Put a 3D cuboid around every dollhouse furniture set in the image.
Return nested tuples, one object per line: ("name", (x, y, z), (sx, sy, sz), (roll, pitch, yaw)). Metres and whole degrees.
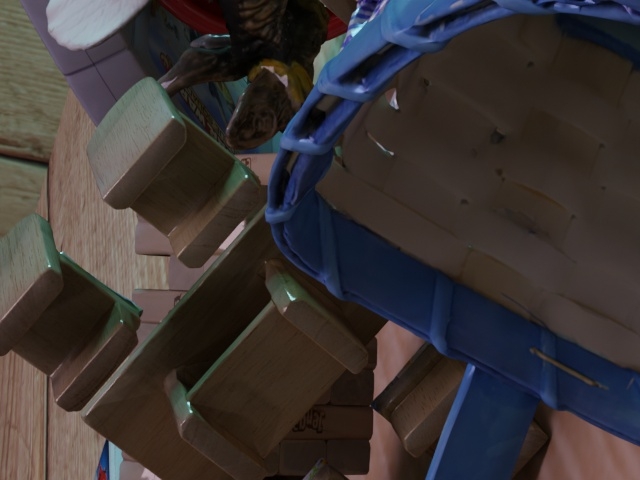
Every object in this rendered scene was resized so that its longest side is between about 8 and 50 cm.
("dollhouse furniture set", (0.000, 0.000, 0.854), (0.242, 0.212, 0.161), (-48, 20, 5))

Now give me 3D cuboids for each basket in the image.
("basket", (0.085, 0.013, 0.490), (0.255, 0.201, 0.289), (134, 156, -63))

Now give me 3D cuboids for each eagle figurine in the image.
("eagle figurine", (-0.010, -0.198, 1.018), (0.226, 0.225, 0.298), (36, 143, 28))

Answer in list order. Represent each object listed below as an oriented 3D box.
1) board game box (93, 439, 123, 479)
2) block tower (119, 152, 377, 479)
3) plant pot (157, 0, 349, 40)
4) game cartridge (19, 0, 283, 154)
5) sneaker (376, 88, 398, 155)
("board game box", (-0.159, 0.306, 1.518), (0.305, 0.053, 0.193), (-102, 27, -59))
("block tower", (-0.037, 0.126, 0.949), (0.097, 0.091, 0.335), (0, 87, 50))
("plant pot", (-0.026, -0.234, 1.213), (0.174, 0.191, 0.191), (-86, 14, -64))
("game cartridge", (-0.093, -0.109, 1.264), (0.062, 0.297, 0.198), (-24, 40, 14))
("sneaker", (0.056, -0.053, 1.007), (0.061, 0.054, 0.152), (-66, -6, -79))
